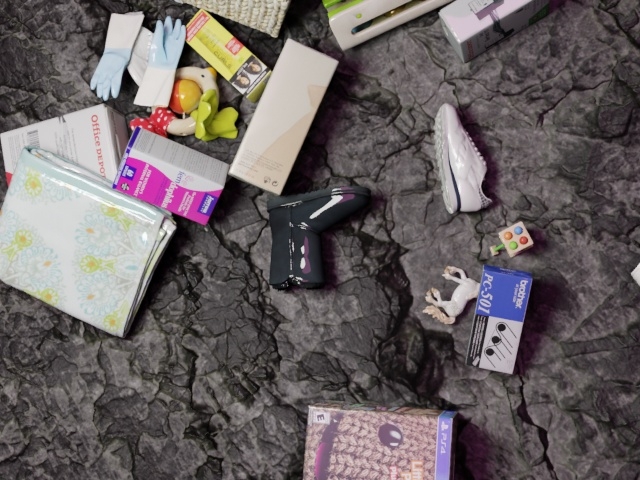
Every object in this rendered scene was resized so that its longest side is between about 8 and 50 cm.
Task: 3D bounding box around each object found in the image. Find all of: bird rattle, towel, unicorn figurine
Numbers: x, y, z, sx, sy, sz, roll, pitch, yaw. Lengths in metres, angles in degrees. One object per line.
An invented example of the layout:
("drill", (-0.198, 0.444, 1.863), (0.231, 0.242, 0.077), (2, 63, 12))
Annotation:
("bird rattle", (-0.313, -0.294, 1.932), (0.254, 0.143, 0.206), (-8, 70, 26))
("towel", (-0.536, 0.007, 1.871), (0.375, 0.090, 0.320), (27, 106, 1))
("unicorn figurine", (0.294, 0.105, 1.756), (0.111, 0.060, 0.162), (37, 107, 5))

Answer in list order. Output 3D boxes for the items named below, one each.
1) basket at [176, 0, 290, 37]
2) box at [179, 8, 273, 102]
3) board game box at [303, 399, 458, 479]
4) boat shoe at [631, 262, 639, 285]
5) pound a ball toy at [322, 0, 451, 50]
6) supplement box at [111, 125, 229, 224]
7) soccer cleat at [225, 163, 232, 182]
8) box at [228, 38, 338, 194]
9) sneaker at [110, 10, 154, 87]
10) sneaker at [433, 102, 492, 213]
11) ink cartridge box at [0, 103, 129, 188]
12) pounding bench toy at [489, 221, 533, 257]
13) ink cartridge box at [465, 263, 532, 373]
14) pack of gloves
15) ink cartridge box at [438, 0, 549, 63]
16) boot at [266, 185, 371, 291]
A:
("basket", (-0.148, -0.649, 1.782), (0.267, 0.328, 0.331), (21, 87, -7))
("box", (-0.210, -0.421, 1.928), (0.087, 0.058, 0.232), (-47, 75, 6))
("board game box", (0.123, 0.454, 1.710), (0.291, 0.141, 0.231), (2, 84, 14))
("boat shoe", (0.676, -0.039, 1.659), (0.096, 0.098, 0.277), (34, 83, 15))
("pound a ball toy", (0.161, -0.561, 1.837), (0.319, 0.135, 0.208), (-23, 54, 10))
("supplement box", (-0.323, -0.140, 1.840), (0.220, 0.114, 0.111), (21, 119, -13))
("soccer cleat", (-0.204, -0.155, 1.909), (0.083, 0.035, 0.029), (-33, 78, 8))
("box", (-0.083, -0.260, 1.823), (0.121, 0.148, 0.311), (24, 91, -6))
("sneaker", (-0.416, -0.444, 1.977), (0.094, 0.080, 0.212), (-22, 78, -2))
("sneaker", (0.296, -0.174, 1.777), (0.095, 0.090, 0.235), (-8, 86, 0))
("ink cartridge box", (-0.579, -0.179, 1.961), (0.273, 0.114, 0.196), (-13, 81, 13))
("pounding bench toy", (0.387, 0.005, 1.735), (0.083, 0.065, 0.052), (-28, 78, 9))
("ink cartridge box", (0.356, 0.158, 1.698), (0.097, 0.046, 0.207), (11, 106, 9))
("pack of gloves", (-0.414, -0.418, 1.903), (0.195, 0.046, 0.232), (7, 71, 11))
("ink cartridge box", (0.360, -0.471, 1.750), (0.208, 0.153, 0.086), (-30, 79, 10))
("boot", (0.000, 0.000, 1.812), (0.247, 0.094, 0.207), (-9, 78, 19))
